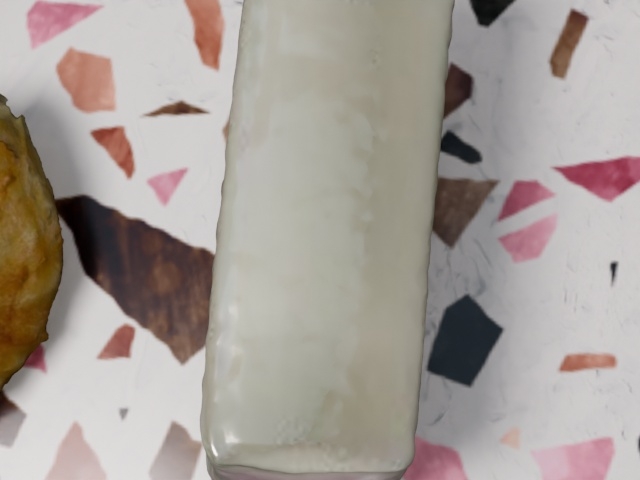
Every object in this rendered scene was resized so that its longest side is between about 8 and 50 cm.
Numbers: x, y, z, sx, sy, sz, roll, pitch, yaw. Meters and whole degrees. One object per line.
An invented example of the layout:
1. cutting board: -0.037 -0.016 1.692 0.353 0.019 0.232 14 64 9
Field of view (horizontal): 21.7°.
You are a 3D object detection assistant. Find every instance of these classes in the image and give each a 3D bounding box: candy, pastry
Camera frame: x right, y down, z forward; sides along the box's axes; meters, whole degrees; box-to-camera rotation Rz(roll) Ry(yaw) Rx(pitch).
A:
1. candy: 0.002 0.001 1.145 0.145 0.208 0.359 6 80 -2
2. pastry: -0.303 0.017 1.172 0.257 0.121 0.236 -8 107 -27
